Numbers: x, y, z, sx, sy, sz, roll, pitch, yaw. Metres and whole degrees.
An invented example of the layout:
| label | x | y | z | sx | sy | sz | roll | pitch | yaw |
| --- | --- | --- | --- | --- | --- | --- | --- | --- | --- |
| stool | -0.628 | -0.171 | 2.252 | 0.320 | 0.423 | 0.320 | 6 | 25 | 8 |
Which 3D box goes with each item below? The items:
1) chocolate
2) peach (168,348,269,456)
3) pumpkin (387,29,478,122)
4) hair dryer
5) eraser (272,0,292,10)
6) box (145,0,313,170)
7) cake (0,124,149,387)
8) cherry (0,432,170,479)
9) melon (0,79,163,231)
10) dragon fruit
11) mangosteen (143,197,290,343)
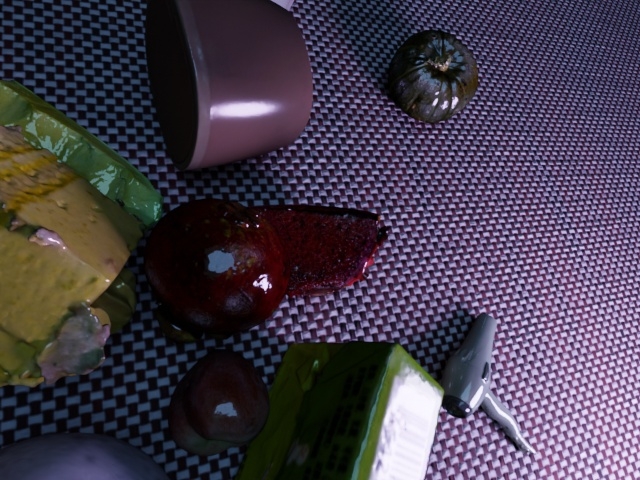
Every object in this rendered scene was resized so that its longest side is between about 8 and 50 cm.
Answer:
| label | x | y | z | sx | sy | sz | roll | pitch | yaw |
| --- | --- | --- | --- | --- | --- | --- | --- | --- | --- |
| chocolate | 0.013 | 0.303 | 0.575 | 0.137 | 0.288 | 0.301 | 34 | 62 | -20 |
| peach | -0.154 | 0.235 | 0.612 | 0.152 | 0.152 | 0.152 | 7 | 70 | -19 |
| pumpkin | 0.270 | -0.393 | 0.979 | 0.223 | 0.157 | 0.224 | 2 | 79 | -11 |
| hair dryer | 0.358 | 0.281 | 0.843 | 0.267 | 0.092 | 0.229 | 34 | 57 | -23 |
| eraser | -0.160 | -0.520 | 0.889 | 0.174 | 0.095 | 0.270 | 23 | 65 | -12 |
| box | -0.163 | -0.282 | 0.713 | 0.216 | 0.301 | 0.301 | -15 | 78 | -31 |
| cake | -0.359 | 0.035 | 0.507 | 0.222 | 0.227 | 0.286 | -45 | 110 | 7 |
| cherry | -0.295 | 0.357 | 0.423 | 0.326 | 0.335 | 0.291 | 10 | 50 | -43 |
| melon | -0.402 | -0.102 | 0.637 | 0.323 | 0.124 | 0.196 | 32 | 69 | -13 |
| dragon fruit | 0.000 | 0.000 | 0.740 | 0.261 | 0.163 | 0.189 | 4 | 36 | 19 |
| mangosteen | -0.165 | 0.063 | 0.629 | 0.215 | 0.257 | 0.215 | 23 | 25 | -12 |
